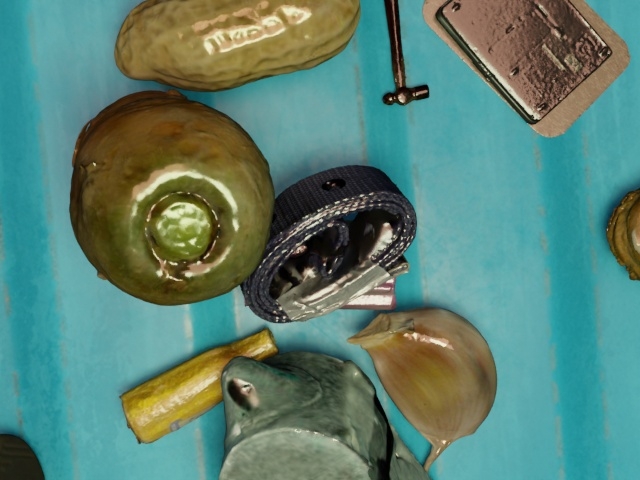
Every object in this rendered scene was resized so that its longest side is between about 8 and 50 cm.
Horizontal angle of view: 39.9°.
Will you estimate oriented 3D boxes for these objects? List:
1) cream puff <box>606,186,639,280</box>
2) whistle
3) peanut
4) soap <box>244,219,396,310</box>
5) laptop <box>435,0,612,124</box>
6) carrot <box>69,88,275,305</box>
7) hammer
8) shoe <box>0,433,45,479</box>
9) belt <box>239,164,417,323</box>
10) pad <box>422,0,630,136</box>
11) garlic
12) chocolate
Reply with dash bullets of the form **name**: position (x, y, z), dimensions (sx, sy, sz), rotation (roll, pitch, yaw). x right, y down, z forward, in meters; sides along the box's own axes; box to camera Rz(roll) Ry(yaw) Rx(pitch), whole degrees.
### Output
- **cream puff**: position (0.463, -0.007, 1.168), dimensions (0.165, 0.115, 0.150), rotation (21, 84, 6)
- **whistle**: position (0.041, 0.284, 1.111), dimensions (0.404, 0.168, 0.188), rotation (23, 115, -9)
- **peanut**: position (-0.108, -0.274, 1.128), dimensions (0.325, 0.140, 0.153), rotation (-9, 76, 2)
- **soap**: position (0.000, 0.030, 1.175), dimensions (0.203, 0.065, 0.122), rotation (2, 91, -2)
- **laptop**: position (0.275, -0.279, 1.191), dimensions (0.154, 0.026, 0.207), rotation (-42, 93, -1)
- **carrot**: position (-0.177, -0.060, 1.020), dimensions (0.224, 0.341, 0.224), rotation (-4, 107, -13)
- **hammer**: position (0.106, -0.272, 1.194), dimensions (0.065, 0.021, 0.178), rotation (-7, 90, -2)
- **shoe**: position (-0.428, 0.390, 1.158), dimensions (0.098, 0.103, 0.275), rotation (1, 90, 11)
- **belt**: position (0.000, 0.000, 1.082), dimensions (0.230, 0.126, 0.140), rotation (-32, 120, 0)
- **pad**: position (0.283, -0.284, 1.207), dimensions (0.266, 0.002, 0.176), rotation (44, 90, -3)
- **garlic**: position (0.169, 0.199, 1.174), dimensions (0.148, 0.128, 0.267), rotation (-16, 105, 32)
- **chocolate**: position (-0.156, 0.185, 1.171), dimensions (0.219, 0.085, 0.086), rotation (-31, 93, -3)
